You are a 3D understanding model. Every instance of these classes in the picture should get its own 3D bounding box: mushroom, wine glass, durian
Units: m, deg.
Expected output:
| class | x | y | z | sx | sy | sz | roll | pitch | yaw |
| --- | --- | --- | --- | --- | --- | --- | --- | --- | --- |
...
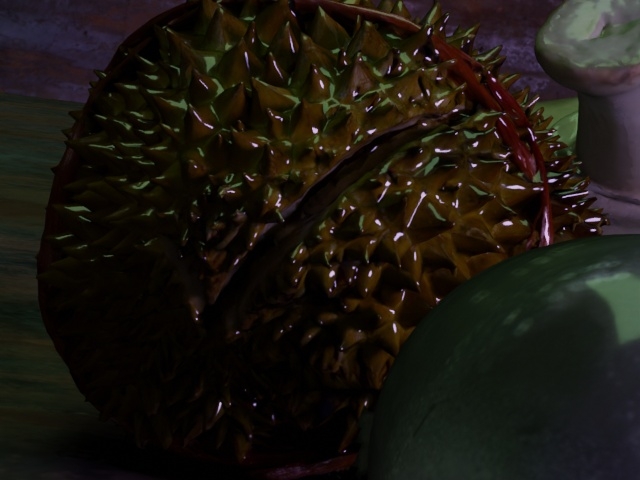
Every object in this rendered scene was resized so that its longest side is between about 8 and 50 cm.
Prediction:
| class | x | y | z | sx | sy | sz | roll | pitch | yaw |
| --- | --- | --- | --- | --- | --- | --- | --- | --- | --- |
| mushroom | 0.233 | -0.010 | 1.528 | 0.315 | 0.315 | 0.356 | 13 | -3 | 29 |
| wine glass | 0.141 | 0.119 | 0.758 | 0.238 | 0.238 | 0.323 | 5 | 7 | -14 |
| durian | 0.005 | 0.001 | 1.152 | 0.347 | 0.348 | 0.384 | 11 | -19 | 19 |
